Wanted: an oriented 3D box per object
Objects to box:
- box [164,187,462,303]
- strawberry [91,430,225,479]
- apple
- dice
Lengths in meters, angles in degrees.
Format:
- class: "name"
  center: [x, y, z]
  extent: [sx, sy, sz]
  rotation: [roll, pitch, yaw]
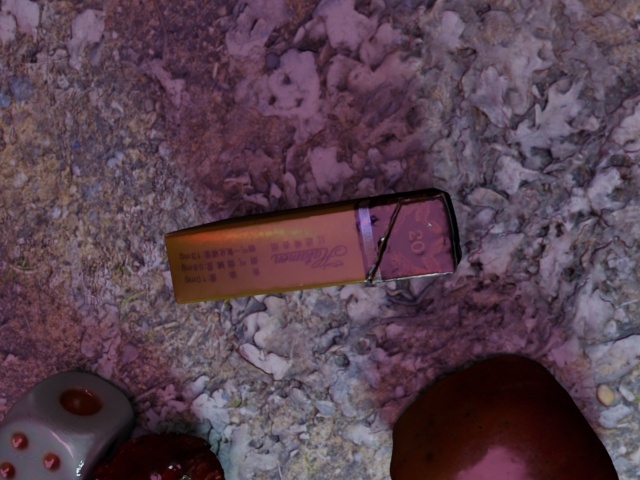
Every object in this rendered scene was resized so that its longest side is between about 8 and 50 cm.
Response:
- class: "box"
  center: [0.000, -0.001, 0.784]
  extent: [0.414, 0.264, 0.116]
  rotation: [-7, 95, 10]
- class: "strawberry"
  center: [-0.329, 0.500, 0.939]
  extent: [0.273, 0.220, 0.275]
  rotation: [2, 85, -26]
- class: "apple"
  center: [0.315, 0.405, 0.863]
  extent: [0.364, 0.295, 0.329]
  rotation: [-22, 56, 11]
- class: "dice"
  center: [-0.506, 0.392, 0.963]
  extent: [0.193, 0.194, 0.192]
  rotation: [27, 100, 4]
